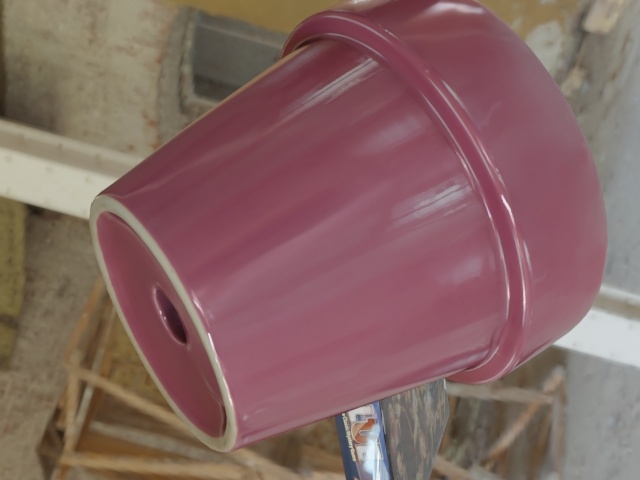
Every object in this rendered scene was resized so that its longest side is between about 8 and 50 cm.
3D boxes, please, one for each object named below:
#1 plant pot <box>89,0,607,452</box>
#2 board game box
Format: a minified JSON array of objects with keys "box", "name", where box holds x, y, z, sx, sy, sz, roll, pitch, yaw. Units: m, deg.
[{"box":[0.000,0.000,0.506,0.180,0.201,0.201,-27,-21,-23],"name":"plant pot"},{"box":[0.068,0.141,0.954,0.243,0.042,0.165,-53,-44,-65],"name":"board game box"}]
